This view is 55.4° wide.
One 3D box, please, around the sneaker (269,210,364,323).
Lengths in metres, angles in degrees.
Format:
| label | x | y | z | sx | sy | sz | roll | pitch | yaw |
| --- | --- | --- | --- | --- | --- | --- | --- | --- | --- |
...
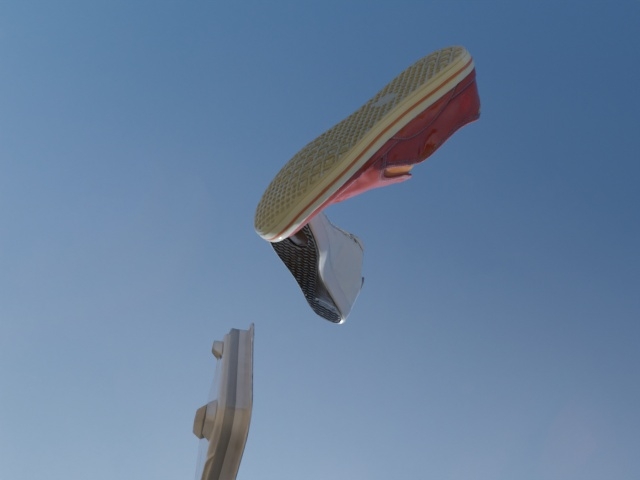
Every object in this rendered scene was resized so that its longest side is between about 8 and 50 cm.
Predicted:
| label | x | y | z | sx | sy | sz | roll | pitch | yaw |
| --- | --- | --- | --- | --- | --- | --- | --- | --- | --- |
| sneaker | 0.000 | 0.000 | 0.980 | 0.106 | 0.290 | 0.123 | 15 | -126 | 33 |

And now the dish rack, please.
| label | x | y | z | sx | sy | sz | roll | pitch | yaw |
| --- | --- | --- | --- | --- | --- | --- | --- | --- | --- |
| dish rack | -0.183 | 0.325 | 1.090 | 0.333 | 0.072 | 0.285 | -107 | -147 | -68 |

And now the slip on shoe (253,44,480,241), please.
| label | x | y | z | sx | sy | sz | roll | pitch | yaw |
| --- | --- | --- | --- | --- | --- | --- | --- | --- | --- |
| slip on shoe | 0.064 | -0.100 | 0.729 | 0.331 | 0.101 | 0.123 | -39 | -153 | -9 |
